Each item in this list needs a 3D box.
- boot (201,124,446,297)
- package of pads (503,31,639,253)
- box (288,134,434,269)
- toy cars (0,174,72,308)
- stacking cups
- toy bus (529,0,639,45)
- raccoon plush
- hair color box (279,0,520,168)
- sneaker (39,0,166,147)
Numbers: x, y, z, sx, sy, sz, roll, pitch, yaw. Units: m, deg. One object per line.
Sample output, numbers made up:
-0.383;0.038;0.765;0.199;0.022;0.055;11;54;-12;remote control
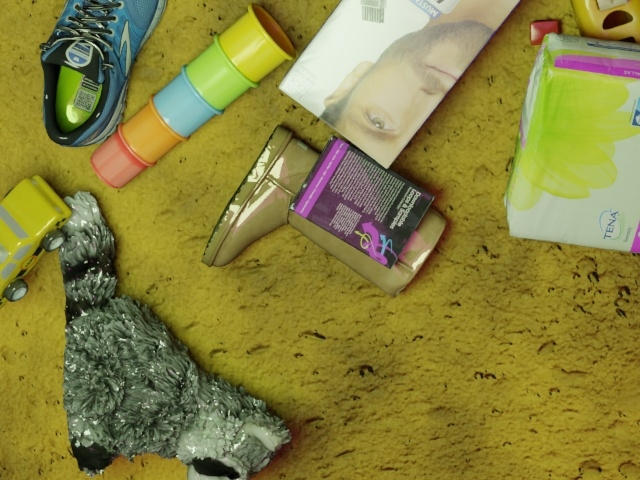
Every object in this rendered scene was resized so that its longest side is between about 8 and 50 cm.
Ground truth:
0.000;0.000;1.933;0.269;0.089;0.236;32;107;-5;boot
0.364;-0.117;1.799;0.229;0.101;0.297;8;134;4;package of pads
0.055;-0.051;1.875;0.162;0.029;0.116;31;92;-3;box
-0.521;0.015;1.938;0.393;0.087;0.177;-7;86;26;toy cars
-0.184;-0.192;1.896;0.316;0.096;0.096;-35;100;16;stacking cups
0.369;-0.306;1.797;0.202;0.104;0.191;25;107;-2;toy bus
-0.201;0.150;1.946;0.299;0.216;0.447;-5;105;-1;raccoon plush
0.119;-0.285;1.828;0.185;0.110;0.339;36;108;-5;hair color box
-0.289;-0.270;1.852;0.129;0.147;0.330;16;106;1;sneaker
